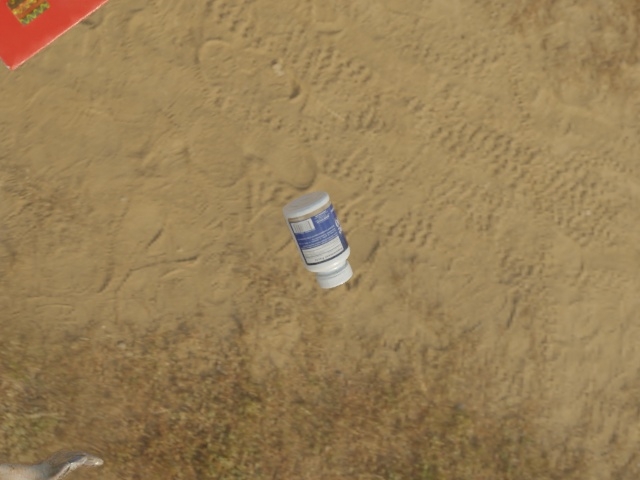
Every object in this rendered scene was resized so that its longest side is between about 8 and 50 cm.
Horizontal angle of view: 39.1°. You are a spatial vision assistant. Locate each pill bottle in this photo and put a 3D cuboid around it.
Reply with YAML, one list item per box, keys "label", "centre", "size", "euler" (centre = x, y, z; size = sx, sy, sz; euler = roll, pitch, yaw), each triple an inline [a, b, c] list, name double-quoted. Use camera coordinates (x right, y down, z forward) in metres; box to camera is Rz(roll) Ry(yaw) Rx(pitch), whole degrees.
- label: "pill bottle"
  centre: [0.000, 0.000, 1.206]
  size: [0.067, 0.067, 0.120]
  euler: [-33, 111, -30]

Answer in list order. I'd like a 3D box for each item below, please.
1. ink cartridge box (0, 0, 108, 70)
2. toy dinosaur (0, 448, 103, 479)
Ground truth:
- label: "ink cartridge box"
  centre: [-0.210, -0.301, 0.680]
  size: [0.275, 0.060, 0.239]
  euler: [-36, 107, -1]
- label: "toy dinosaur"
  centre: [-0.220, 0.166, 0.400]
  size: [0.296, 0.127, 0.201]
  euler: [59, 41, -60]
